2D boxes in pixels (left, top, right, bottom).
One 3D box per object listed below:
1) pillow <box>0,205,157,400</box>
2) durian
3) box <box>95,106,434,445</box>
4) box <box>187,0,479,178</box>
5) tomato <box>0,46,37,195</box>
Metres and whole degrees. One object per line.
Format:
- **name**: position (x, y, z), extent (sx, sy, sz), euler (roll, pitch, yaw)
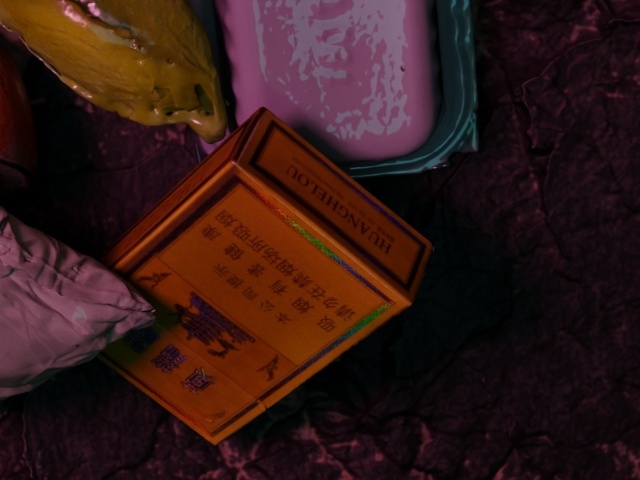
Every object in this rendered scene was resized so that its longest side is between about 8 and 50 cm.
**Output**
- **pillow**: position (-0.329, 0.040, 1.560), extent (0.283, 0.138, 0.310), euler (-22, 140, 39)
- **durian**: position (-0.177, -0.181, 1.577), extent (0.250, 0.139, 0.101), euler (28, 62, 6)
- **box**: position (-0.072, 0.039, 1.609), extent (0.193, 0.084, 0.301), euler (39, 134, -13)
- **box**: position (0.004, -0.193, 1.592), extent (0.264, 0.106, 0.337), euler (-7, 111, -1)
- **tomato**: position (-0.348, -0.119, 1.583), extent (0.214, 0.181, 0.155), euler (1, 83, -7)
